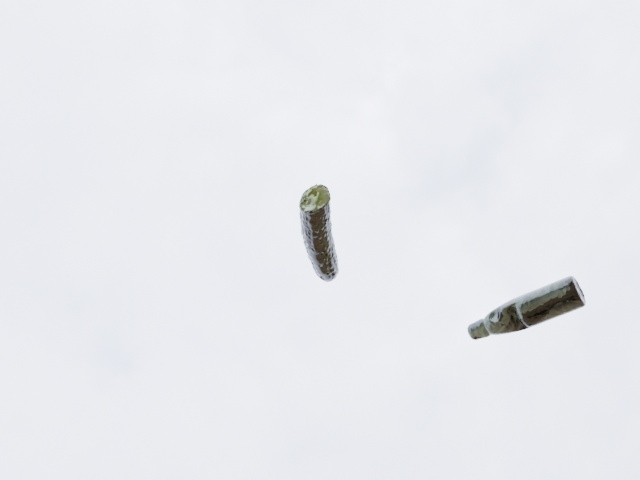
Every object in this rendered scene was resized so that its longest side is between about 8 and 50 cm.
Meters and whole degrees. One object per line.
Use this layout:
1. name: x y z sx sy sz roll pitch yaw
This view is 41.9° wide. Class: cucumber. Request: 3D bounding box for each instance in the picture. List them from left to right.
1. cucumber: 0.000 0.000 1.363 0.058 0.052 0.214 -35 -35 -20

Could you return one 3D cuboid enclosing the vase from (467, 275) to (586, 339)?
1. vase: 0.355 0.127 1.466 0.211 0.060 0.060 -27 -57 23
